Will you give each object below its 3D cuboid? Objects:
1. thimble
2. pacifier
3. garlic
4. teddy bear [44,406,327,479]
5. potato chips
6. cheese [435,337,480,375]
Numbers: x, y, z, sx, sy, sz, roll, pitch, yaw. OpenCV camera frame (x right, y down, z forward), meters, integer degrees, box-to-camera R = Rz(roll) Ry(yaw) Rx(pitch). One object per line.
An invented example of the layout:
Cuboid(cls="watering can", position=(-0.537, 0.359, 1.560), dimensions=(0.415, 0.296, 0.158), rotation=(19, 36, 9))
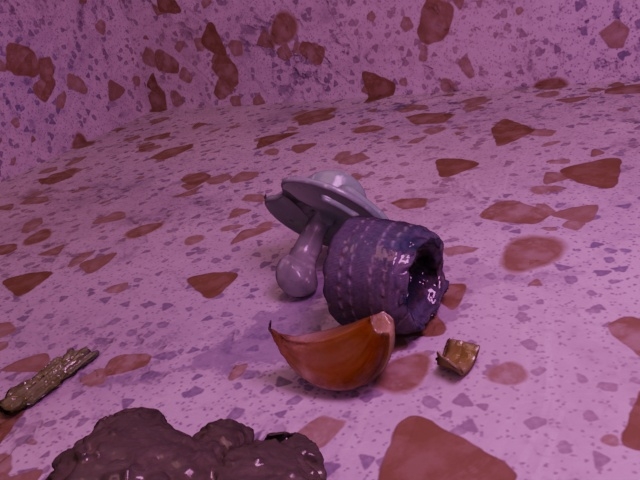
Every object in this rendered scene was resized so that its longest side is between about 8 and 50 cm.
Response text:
Cuboid(cls="thimble", position=(0.124, 0.064, 1.216), dimensions=(0.172, 0.205, 0.236), rotation=(8, 6, 28))
Cuboid(cls="pacifier", position=(0.000, 0.000, 1.417), dimensions=(0.269, 0.288, 0.343), rotation=(-66, 9, -15))
Cuboid(cls="garlic", position=(0.027, 0.189, 1.092), dimensions=(0.207, 0.128, 0.115), rotation=(-8, 68, 16))
Cuboid(cls="teddy bear", position=(-0.155, 0.340, 0.798), dimensions=(0.367, 0.224, 0.357), rotation=(10, 28, 11))
Cuboid(cls="potato chips", position=(-0.526, 0.262, 1.277), dimensions=(0.092, 0.028, 0.207), rotation=(7, 32, 32))
Cuboid(cls="cheese", position=(0.214, 0.192, 1.075), dimensions=(0.060, 0.041, 0.084), rotation=(14, 19, 31))
